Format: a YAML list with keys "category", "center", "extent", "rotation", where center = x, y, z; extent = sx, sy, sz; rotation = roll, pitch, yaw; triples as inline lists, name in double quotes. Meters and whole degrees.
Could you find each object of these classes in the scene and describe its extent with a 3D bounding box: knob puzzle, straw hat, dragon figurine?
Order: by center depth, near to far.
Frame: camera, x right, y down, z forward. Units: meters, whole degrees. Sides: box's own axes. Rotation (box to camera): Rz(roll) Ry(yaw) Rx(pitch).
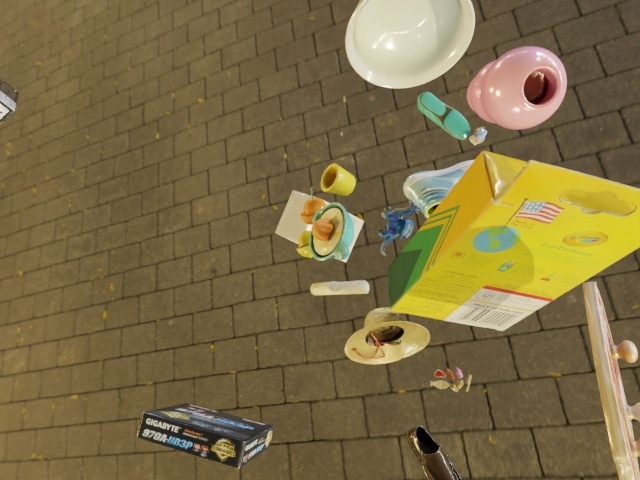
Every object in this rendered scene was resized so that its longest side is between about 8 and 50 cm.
- category: "knob puzzle"
  center: [0.271, 0.128, 0.364]
  extent: [0.030, 0.213, 0.212]
  rotation: [-13, 70, 35]
- category: "straw hat"
  center: [0.104, 0.146, 0.679]
  extent: [0.145, 0.144, 0.061]
  rotation: [-20, 45, 17]
- category: "dragon figurine"
  center: [0.314, -0.050, 1.628]
  extent: [0.144, 0.085, 0.288]
  rotation: [20, 110, 31]

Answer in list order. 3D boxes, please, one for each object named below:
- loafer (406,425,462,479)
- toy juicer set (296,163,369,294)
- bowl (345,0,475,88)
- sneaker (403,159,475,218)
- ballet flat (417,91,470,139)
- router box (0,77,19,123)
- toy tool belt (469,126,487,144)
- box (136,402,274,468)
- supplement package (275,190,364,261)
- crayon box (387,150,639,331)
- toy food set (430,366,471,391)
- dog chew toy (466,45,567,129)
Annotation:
- category: "loafer"
  center: [0.321, 0.624, 1.153]
  extent: [0.080, 0.078, 0.220]
  rotation: [-25, 47, -19]
- category: "toy juicer set"
  center: [0.000, 0.000, 0.931]
  extent: [0.209, 0.090, 0.328]
  rotation: [-38, 46, 42]
- category: "bowl"
  center: [0.205, -0.525, 0.981]
  extent: [0.298, 0.298, 0.133]
  rotation: [-11, 63, 20]
- category: "sneaker"
  center: [0.450, -0.144, 1.316]
  extent: [0.320, 0.127, 0.208]
  rotation: [-15, 45, -4]
- category: "ballet flat"
  center: [0.475, -0.483, 1.587]
  extent: [0.247, 0.087, 0.083]
  rotation: [37, 95, -8]
- category: "router box"
  center: [-0.509, -0.174, 0.592]
  extent: [0.133, 0.046, 0.179]
  rotation: [-45, 41, -5]
- category: "toy tool belt"
  center: [0.604, -0.402, 1.542]
  extent: [0.052, 0.051, 0.083]
  rotation: [42, 73, 4]
- category: "box"
  center: [-0.226, 0.391, 0.836]
  extent: [0.221, 0.175, 0.051]
  rotation: [8, 76, 14]
- category: "supplement package"
  center: [-0.004, -0.058, 1.704]
  extent: [0.199, 0.263, 0.197]
  rotation: [24, 91, 51]
- category: "crayon box"
  center: [0.242, 0.008, 0.527]
  extent: [0.203, 0.318, 0.081]
  rotation: [12, 54, -11]
- category: "toy food set"
  center: [0.416, 0.441, 1.310]
  extent: [0.122, 0.019, 0.077]
  rotation: [13, 93, 1]
- category: "dog chew toy"
  center: [0.522, -0.421, 1.152]
  extent: [0.207, 0.332, 0.206]
  rotation: [-2, 107, -5]
